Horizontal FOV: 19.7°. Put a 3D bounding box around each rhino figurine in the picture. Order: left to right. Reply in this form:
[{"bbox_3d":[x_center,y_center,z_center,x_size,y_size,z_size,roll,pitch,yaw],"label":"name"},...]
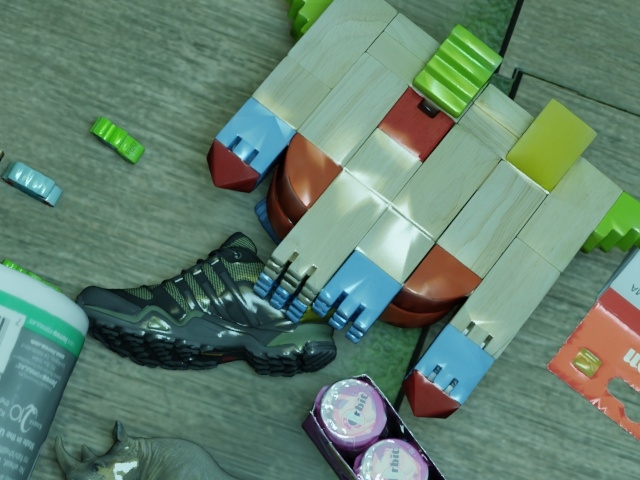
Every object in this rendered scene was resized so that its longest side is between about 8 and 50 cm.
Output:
[{"bbox_3d":[-0.116,0.225,1.550,0.243,0.073,0.106,29,82,3],"label":"rhino figurine"}]

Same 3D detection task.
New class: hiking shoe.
[{"bbox_3d":[-0.096,0.050,1.587,0.227,0.086,0.114,8,66,-4],"label":"hiking shoe"}]

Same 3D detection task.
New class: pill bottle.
[{"bbox_3d":[-0.339,0.188,1.471,0.204,0.204,0.361,21,78,0],"label":"pill bottle"}]

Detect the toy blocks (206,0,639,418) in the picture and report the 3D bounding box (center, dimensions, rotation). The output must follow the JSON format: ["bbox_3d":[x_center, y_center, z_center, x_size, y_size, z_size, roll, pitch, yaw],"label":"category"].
[{"bbox_3d":[0.054,-0.024,1.532,0.381,0.191,0.261,39,70,3],"label":"toy blocks"}]

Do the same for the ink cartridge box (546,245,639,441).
[{"bbox_3d":[0.337,0.076,1.628,0.181,0.056,0.224,38,77,3],"label":"ink cartridge box"}]

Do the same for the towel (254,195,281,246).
[{"bbox_3d":[0.000,0.000,1.625,0.067,0.029,0.119,-36,84,-10],"label":"towel"}]

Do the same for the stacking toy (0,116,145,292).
[{"bbox_3d":[-0.284,-0.066,1.607,0.221,0.052,0.167,31,80,0],"label":"stacking toy"}]

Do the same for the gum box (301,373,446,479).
[{"bbox_3d":[0.060,0.200,1.551,0.062,0.107,0.188,-36,84,-10],"label":"gum box"}]
